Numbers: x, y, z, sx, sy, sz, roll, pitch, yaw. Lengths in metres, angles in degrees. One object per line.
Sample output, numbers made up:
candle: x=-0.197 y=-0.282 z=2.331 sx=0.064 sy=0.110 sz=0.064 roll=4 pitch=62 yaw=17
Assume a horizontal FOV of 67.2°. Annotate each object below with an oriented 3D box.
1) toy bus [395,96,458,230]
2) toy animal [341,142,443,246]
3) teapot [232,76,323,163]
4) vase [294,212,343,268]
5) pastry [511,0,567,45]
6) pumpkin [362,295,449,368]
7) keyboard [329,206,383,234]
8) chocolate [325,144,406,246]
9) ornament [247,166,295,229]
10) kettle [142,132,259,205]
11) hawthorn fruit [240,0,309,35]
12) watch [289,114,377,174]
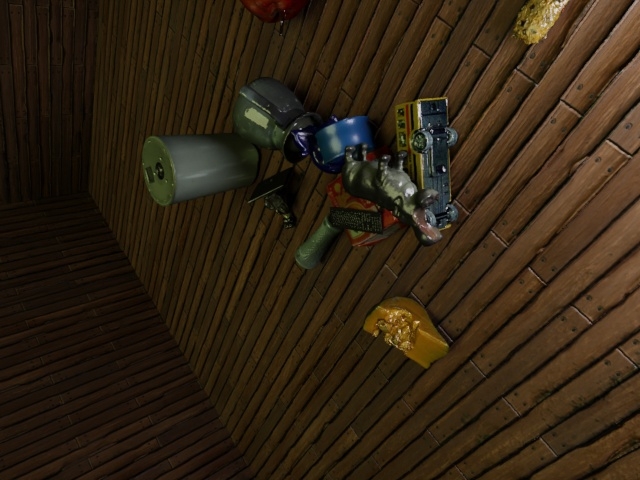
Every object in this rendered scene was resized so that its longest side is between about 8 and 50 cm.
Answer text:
toy bus: x=0.271 y=-0.191 z=1.245 sx=0.123 sy=0.121 sz=0.336 roll=13 pitch=114 yaw=52
toy animal: x=0.178 y=-0.132 z=1.207 sx=0.343 sy=0.106 sz=0.168 roll=42 pitch=133 yaw=37
teapot: x=-0.121 y=-0.396 z=1.531 sx=0.285 sy=0.223 sz=0.305 roll=38 pitch=156 yaw=23
vase: x=0.000 y=0.000 z=1.645 sx=0.096 sy=0.096 sz=0.219 roll=56 pitch=135 yaw=19
pastry: x=0.455 y=-0.472 z=0.984 sx=0.080 sy=0.056 sz=0.140 roll=54 pitch=140 yaw=38
pumpkin: x=0.262 y=0.256 z=1.424 sx=0.248 sy=0.126 sz=0.131 roll=34 pitch=121 yaw=13
keyboard: x=0.101 y=-0.060 z=1.404 sx=0.202 sy=0.011 sz=0.067 roll=11 pitch=112 yaw=46
chocolate: x=0.145 y=-0.121 z=1.423 sx=0.234 sy=0.108 sz=0.238 roll=-33 pitch=77 yaw=48
ornament: x=-0.132 y=-0.132 z=1.745 sx=0.153 sy=0.166 sz=0.196 roll=-21 pitch=118 yaw=22
kettle: x=-0.478 y=-0.278 z=1.865 sx=0.361 sy=0.376 sz=0.250 roll=-13 pitch=93 yaw=50
hawthorn fruit: x=-0.143 y=-0.751 z=1.411 sx=0.254 sy=0.254 sz=0.300 roll=-6 pitch=87 yaw=49
watch: x=0.055 y=-0.289 z=1.404 sx=0.200 sy=0.196 sz=0.171 roll=-14 pitch=102 yaw=57
